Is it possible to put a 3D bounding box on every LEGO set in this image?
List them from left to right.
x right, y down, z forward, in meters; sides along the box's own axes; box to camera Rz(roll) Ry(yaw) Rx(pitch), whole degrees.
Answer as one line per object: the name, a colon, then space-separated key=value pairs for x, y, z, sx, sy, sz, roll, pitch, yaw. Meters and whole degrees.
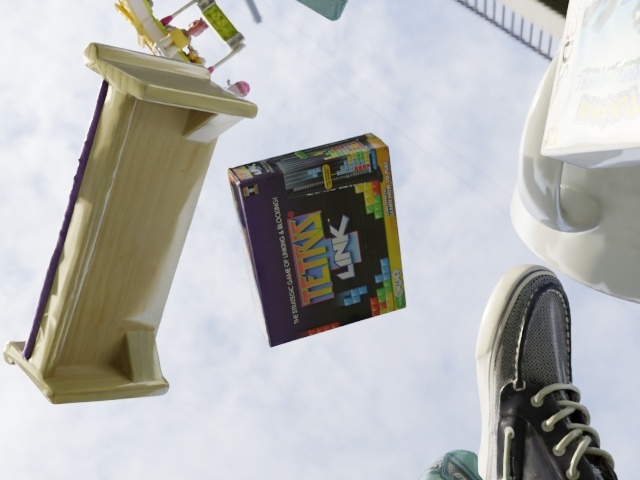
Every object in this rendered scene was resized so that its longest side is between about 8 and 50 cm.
LEGO set: x=-0.172 y=-0.282 z=1.156 sx=0.107 sy=0.132 sz=0.287 roll=-38 pitch=-68 yaw=-12

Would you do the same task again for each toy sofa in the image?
toy sofa: x=-0.220 y=-0.020 z=1.050 sx=0.177 sy=0.150 sz=0.362 roll=34 pitch=-69 yaw=40

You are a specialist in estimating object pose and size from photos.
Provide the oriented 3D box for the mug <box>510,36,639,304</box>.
mug: x=0.327 y=-0.128 z=0.960 sx=0.374 sy=0.328 sz=0.276 roll=-19 pitch=-139 yaw=-37

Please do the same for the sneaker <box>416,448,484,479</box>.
sneaker: x=0.199 y=0.289 z=0.865 sx=0.283 sy=0.110 sz=0.122 roll=38 pitch=-127 yaw=8

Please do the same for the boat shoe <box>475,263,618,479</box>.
boat shoe: x=0.252 y=0.199 z=1.036 sx=0.127 sy=0.158 sz=0.340 roll=3 pitch=-88 yaw=-33

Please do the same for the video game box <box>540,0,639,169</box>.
video game box: x=0.209 y=-0.137 z=0.543 sx=0.048 sy=0.205 sz=0.187 roll=10 pitch=-92 yaw=-20

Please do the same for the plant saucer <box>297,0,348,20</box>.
plant saucer: x=0.021 y=-0.212 z=0.527 sx=0.067 sy=0.018 sz=0.192 roll=28 pitch=-106 yaw=-8

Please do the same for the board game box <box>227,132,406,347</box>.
board game box: x=0.000 y=0.000 z=0.906 sx=0.141 sy=0.048 sz=0.170 roll=-17 pitch=-63 yaw=-14
